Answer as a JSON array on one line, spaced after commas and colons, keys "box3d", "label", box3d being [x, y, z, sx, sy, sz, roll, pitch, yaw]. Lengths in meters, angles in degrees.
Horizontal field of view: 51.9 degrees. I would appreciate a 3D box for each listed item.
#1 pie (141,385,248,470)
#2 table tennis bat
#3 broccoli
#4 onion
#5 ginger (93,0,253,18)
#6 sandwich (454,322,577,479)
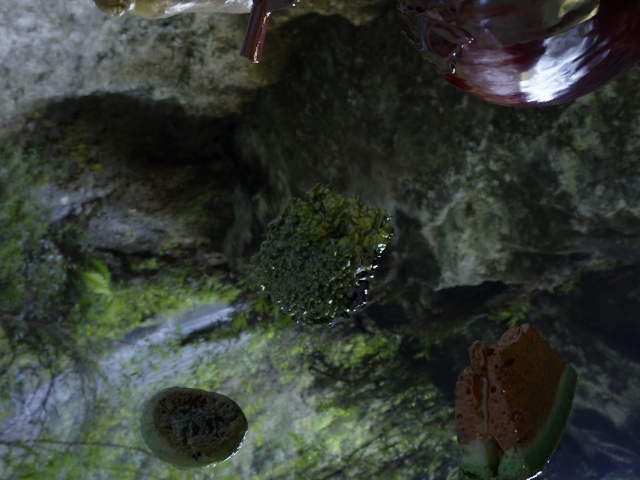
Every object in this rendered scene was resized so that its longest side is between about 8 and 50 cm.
[{"box3d": [-0.095, 0.140, 0.502, 0.084, 0.084, 0.021, 45, -53, 42], "label": "pie"}, {"box3d": [-0.047, -0.230, 0.579, 0.098, 0.019, 0.155, 42, -47, 26], "label": "table tennis bat"}, {"box3d": [-0.012, 0.001, 1.092, 0.242, 0.180, 0.273, -42, -154, 37], "label": "broccoli"}, {"box3d": [0.174, -0.237, 0.445, 0.232, 0.314, 0.314, 25, -51, 40], "label": "onion"}, {"box3d": [-0.222, -0.390, 0.930, 0.126, 0.354, 0.190, 119, -34, -57], "label": "ginger"}, {"box3d": [0.309, 0.243, 1.042, 0.109, 0.292, 0.212, -9, -85, 43], "label": "sandwich"}]
